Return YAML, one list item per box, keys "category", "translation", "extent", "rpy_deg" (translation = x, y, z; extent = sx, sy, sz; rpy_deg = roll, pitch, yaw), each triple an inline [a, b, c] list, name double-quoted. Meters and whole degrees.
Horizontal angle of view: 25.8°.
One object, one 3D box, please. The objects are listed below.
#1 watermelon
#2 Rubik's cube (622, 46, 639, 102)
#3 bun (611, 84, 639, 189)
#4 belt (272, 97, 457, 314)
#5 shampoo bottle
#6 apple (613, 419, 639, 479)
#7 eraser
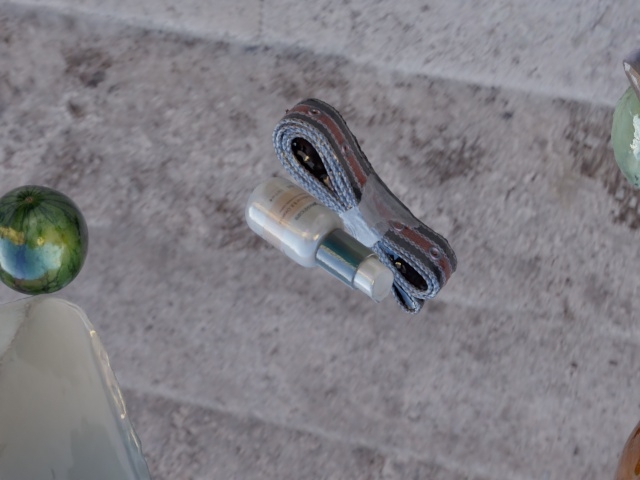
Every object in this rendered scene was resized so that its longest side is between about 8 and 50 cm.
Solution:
- category: "watermelon"
  translation: [-0.378, 0.016, 1.866]
  extent: [0.140, 0.141, 0.187]
  rpy_deg: [13, 129, 13]
- category: "Rubik's cube"
  translation: [0.408, -0.060, 0.820]
  extent: [0.387, 0.368, 0.358]
  rpy_deg: [-22, 76, 7]
- category: "bun"
  translation: [0.386, -0.123, 1.399]
  extent: [0.195, 0.118, 0.195]
  rpy_deg: [-6, 143, -5]
- category: "belt"
  translation: [0.064, -0.053, 2.059]
  extent: [0.126, 0.094, 0.359]
  rpy_deg: [-25, 109, 42]
- category: "shampoo bottle"
  translation: [0.000, 0.000, 1.588]
  extent: [0.192, 0.074, 0.074]
  rpy_deg: [35, 119, 28]
- category: "apple"
  translation: [0.423, 0.253, 1.441]
  extent: [0.253, 0.253, 0.253]
  rpy_deg: [6, 112, 16]
- category: "eraser"
  translation: [-0.229, 0.248, 1.060]
  extent: [0.150, 0.331, 0.331]
  rpy_deg: [-17, 104, 26]
